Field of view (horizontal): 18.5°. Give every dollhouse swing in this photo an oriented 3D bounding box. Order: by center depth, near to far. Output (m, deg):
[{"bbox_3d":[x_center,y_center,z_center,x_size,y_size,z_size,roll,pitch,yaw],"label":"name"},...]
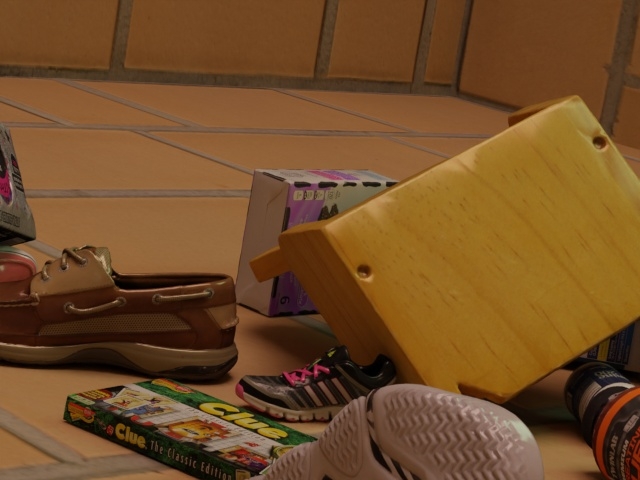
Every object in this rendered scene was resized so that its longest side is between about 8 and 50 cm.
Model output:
[{"bbox_3d":[0.142,0.041,2.139,0.346,0.315,0.305,-28,-13,-26],"label":"dollhouse swing"}]

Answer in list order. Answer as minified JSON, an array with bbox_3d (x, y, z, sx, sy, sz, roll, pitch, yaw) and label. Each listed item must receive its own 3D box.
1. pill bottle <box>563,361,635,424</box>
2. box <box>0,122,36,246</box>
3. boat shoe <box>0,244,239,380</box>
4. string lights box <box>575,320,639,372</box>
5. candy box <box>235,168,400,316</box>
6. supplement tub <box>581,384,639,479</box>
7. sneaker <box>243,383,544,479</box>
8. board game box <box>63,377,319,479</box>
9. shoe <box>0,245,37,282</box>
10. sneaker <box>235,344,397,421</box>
[{"bbox_3d":[0.298,0.172,2.013,0.067,0.067,0.120,6,12,-13],"label":"pill bottle"},{"bbox_3d":[-0.416,-0.057,2.119,0.163,0.142,0.247,-15,-4,1],"label":"box"},{"bbox_3d":[-0.239,0.061,1.996,0.324,0.120,0.122,7,11,-13],"label":"boat shoe"},{"bbox_3d":[0.271,0.069,2.311,0.259,0.133,0.077,9,2,4],"label":"string lights box"},{"bbox_3d":[0.000,0.000,2.372,0.196,0.165,0.070,-2,17,-44],"label":"candy box"},{"bbox_3d":[0.322,0.197,1.816,0.106,0.106,0.198,4,12,-26],"label":"supplement tub"},{"bbox_3d":[0.087,0.192,1.307,0.210,0.137,0.366,9,-23,-27],"label":"sneaker"},{"bbox_3d":[-0.093,0.180,1.769,0.259,0.030,0.136,17,12,35],"label":"board game box"},{"bbox_3d":[-0.371,0.050,2.108,0.178,0.064,0.081,-6,20,-36],"label":"shoe"},{"bbox_3d":[0.001,0.137,1.931,0.170,0.075,0.063,6,12,-15],"label":"sneaker"}]
